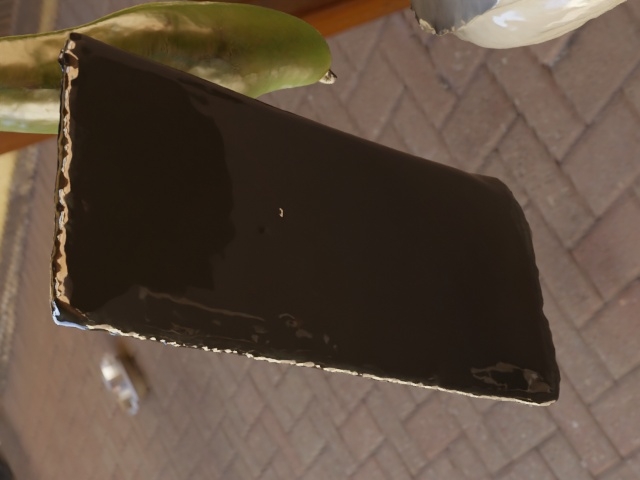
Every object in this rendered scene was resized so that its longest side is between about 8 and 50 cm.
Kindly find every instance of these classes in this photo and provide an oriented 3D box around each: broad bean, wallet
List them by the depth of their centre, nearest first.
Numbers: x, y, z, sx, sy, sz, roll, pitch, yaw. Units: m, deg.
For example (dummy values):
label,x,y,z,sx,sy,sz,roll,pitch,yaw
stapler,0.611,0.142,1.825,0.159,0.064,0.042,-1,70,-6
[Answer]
label,x,y,z,sx,sy,sz,roll,pitch,yaw
wallet,0.001,0.000,0.590,0.030,0.285,0.146,-39,47,44
broad bean,-0.137,-0.092,0.643,0.067,0.325,0.075,179,88,-65

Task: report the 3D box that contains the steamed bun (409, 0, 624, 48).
label,x,y,z,sx,sy,sz,roll,pitch,yaw
steamed bun,0.081,-0.165,0.478,0.183,0.106,0.182,162,90,-80
